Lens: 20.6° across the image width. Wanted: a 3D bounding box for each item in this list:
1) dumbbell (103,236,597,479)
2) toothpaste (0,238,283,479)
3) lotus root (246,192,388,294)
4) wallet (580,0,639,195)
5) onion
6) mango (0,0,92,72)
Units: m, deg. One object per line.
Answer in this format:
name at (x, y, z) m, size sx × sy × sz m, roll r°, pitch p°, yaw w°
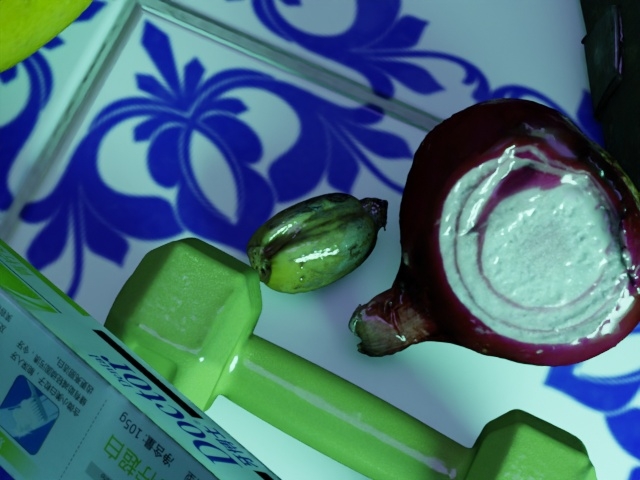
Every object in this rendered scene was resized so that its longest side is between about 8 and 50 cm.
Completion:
dumbbell at (0.013, 0.106, 1.034) m, size 0.302 × 0.121 × 0.108 m, roll 28°, pitch 34°, yaw 4°
toothpaste at (-0.149, 0.085, 0.968) m, size 0.336 × 0.067 × 0.081 m, roll 37°, pitch 103°, yaw 28°
lotus root at (0.000, 0.000, 1.116) m, size 0.099 × 0.049 × 0.054 m, roll -25°, pitch 62°, yaw -20°
wallet at (0.221, -0.142, 1.159) m, size 0.044 × 0.169 × 0.317 m, roll 5°, pitch 64°, yaw -15°
onion at (0.109, 0.008, 1.103) m, size 0.198 × 0.135 × 0.173 m, roll -31°, pitch 85°, yaw 18°
mango at (-0.278, -0.206, 1.073) m, size 0.301 × 0.220 × 0.445 m, roll 34°, pitch 75°, yaw -20°
